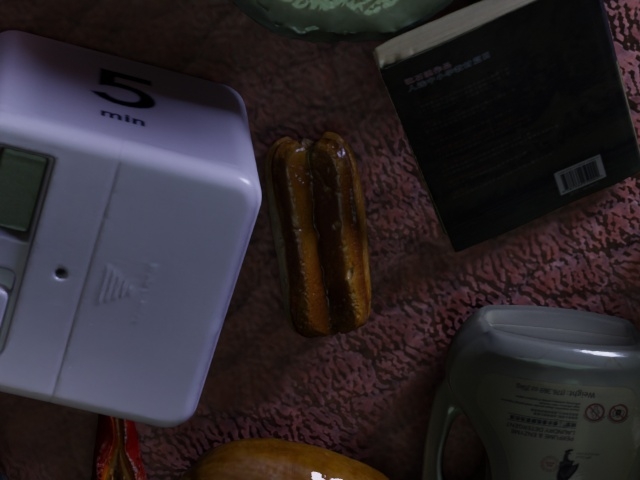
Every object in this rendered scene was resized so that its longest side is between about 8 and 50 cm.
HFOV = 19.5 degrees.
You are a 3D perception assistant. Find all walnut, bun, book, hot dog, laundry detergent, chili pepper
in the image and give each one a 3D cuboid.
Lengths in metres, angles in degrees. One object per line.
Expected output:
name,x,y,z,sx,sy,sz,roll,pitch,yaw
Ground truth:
walnut,-0.013,0.215,1.439,0.207,0.116,0.115,13,111,-10
bun,0.014,-0.225,1.251,0.195,0.118,0.195,-3,108,-9
book,0.138,-0.089,1.315,0.160,0.024,0.228,-22,142,4
hot dog,0.000,0.000,1.383,0.071,0.045,0.165,-9,114,-4
laundry detergent,0.166,0.181,1.452,0.181,0.091,0.253,6,112,-6
chili pepper,-0.159,0.167,1.447,0.045,0.027,0.178,-7,114,-8

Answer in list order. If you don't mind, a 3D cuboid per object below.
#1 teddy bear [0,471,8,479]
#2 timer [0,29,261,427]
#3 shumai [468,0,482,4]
teddy bear,-0.343,0.202,1.396,0.251,0.144,0.171,7,78,8
timer,-0.160,-0.011,1.281,0.194,0.195,0.192,14,110,-11
shumai,0.140,-0.180,1.303,0.082,0.080,0.083,20,111,-12
